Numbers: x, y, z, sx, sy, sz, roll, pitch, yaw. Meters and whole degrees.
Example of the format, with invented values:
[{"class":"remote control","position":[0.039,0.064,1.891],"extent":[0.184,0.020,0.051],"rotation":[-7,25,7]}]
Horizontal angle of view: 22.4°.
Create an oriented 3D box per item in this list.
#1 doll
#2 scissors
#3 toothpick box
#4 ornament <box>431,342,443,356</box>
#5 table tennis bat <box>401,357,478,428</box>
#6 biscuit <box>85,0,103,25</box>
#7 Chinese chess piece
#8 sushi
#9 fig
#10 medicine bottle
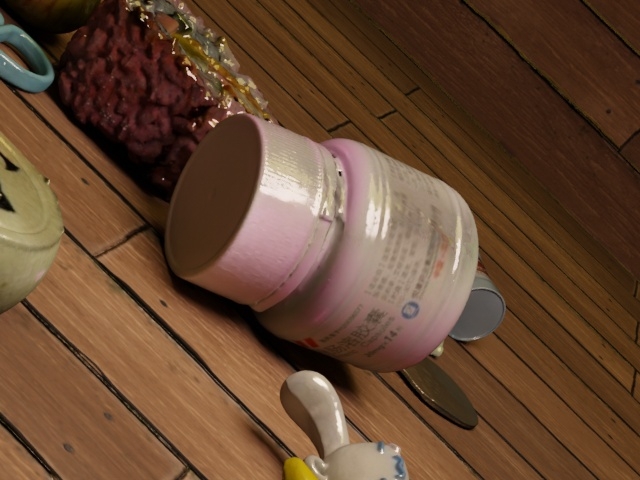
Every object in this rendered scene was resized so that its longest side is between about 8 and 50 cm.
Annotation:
[{"class":"doll","position":[0.050,0.262,1.543],"extent":[0.237,0.111,0.252],"rotation":[37,26,-18]},{"class":"scissors","position":[-0.425,-0.218,1.748],"extent":[0.192,0.029,0.447],"rotation":[45,16,2]},{"class":"toothpick box","position":[0.207,0.066,2.420],"extent":[0.101,0.101,0.153],"rotation":[33,19,-33]},{"class":"ornament","position":[0.147,0.128,2.235],"extent":[0.068,0.041,0.092],"rotation":[45,6,-17]},{"class":"table tennis bat","position":[0.123,0.171,2.112],"extent":[0.234,0.022,0.131],"rotation":[36,17,-31]},{"class":"biscuit","position":[-0.277,-0.289,2.284],"extent":[0.142,0.029,0.220],"rotation":[32,20,-34]},{"class":"Chinese chess piece","position":[-0.339,-0.044,1.395],"extent":[0.250,0.101,0.250],"rotation":[41,16,-14]},{"class":"sushi","position":[-0.186,-0.178,1.976],"extent":[0.270,0.171,0.236],"rotation":[48,16,6]},{"class":"fig","position":[-0.312,-0.390,2.043],"extent":[0.151,0.259,0.151],"rotation":[31,20,-13]},{"class":"medicine bottle","position":[0.000,0.000,1.842],"extent":[0.302,0.241,0.241],"rotation":[23,24,-29]}]
